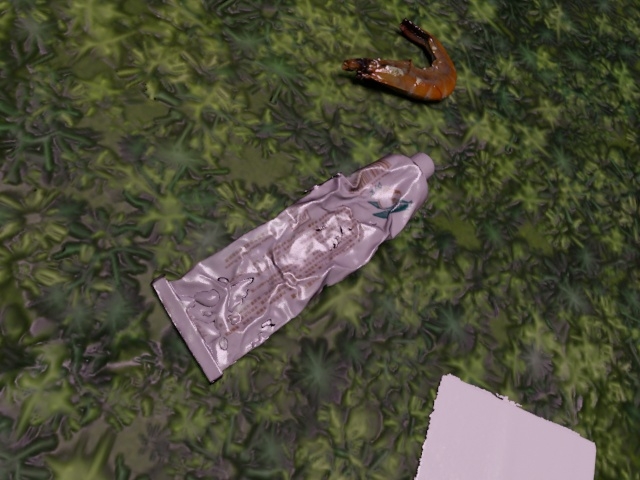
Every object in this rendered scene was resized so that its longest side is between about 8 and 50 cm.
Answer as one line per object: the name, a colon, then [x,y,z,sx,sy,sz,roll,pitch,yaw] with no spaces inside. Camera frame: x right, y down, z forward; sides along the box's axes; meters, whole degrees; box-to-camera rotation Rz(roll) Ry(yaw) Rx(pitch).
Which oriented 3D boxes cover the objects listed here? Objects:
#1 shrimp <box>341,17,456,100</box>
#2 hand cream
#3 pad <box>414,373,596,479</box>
shrimp: [0.074,-0.174,0.548,0.127,0.025,0.091,-3,70,-26]
hand cream: [0.001,-0.001,0.439,0.256,0.050,0.084,-33,86,-25]
pad: [0.127,0.229,0.412,0.156,0.004,0.232,26,62,-8]
